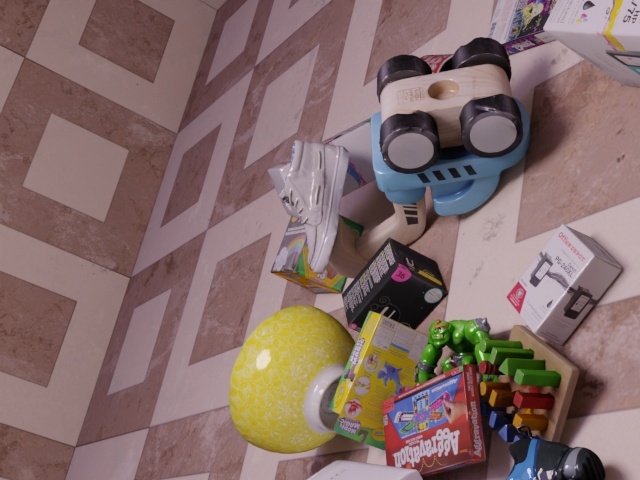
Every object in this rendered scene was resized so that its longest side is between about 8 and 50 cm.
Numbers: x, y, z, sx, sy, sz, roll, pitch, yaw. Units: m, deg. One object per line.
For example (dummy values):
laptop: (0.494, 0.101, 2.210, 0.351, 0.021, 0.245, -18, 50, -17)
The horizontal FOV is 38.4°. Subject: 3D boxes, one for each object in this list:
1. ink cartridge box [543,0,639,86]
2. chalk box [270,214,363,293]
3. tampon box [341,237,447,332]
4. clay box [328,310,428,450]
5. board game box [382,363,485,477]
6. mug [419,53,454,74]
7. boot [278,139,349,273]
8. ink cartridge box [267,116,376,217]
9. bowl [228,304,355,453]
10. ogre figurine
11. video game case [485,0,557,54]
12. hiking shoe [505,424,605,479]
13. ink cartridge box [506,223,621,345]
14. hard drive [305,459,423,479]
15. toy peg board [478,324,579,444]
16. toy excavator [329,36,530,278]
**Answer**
ink cartridge box: (0.512, -0.343, 1.336, 0.198, 0.197, 0.270, -63, 25, 3)
chalk box: (0.000, 0.000, 2.093, 0.132, 0.132, 0.213, -6, 61, 63)
tampon box: (0.137, 0.101, 1.740, 0.161, 0.120, 0.101, -52, 27, 25)
clay box: (0.104, 0.253, 1.653, 0.053, 0.127, 0.222, 14, 79, 64)
board game box: (0.175, 0.304, 1.486, 0.281, 0.027, 0.145, 136, 134, -58)
mug: (0.252, -0.327, 1.936, 0.150, 0.113, 0.169, -60, 22, 4)
boot: (-0.026, -0.069, 1.818, 0.095, 0.123, 0.259, 161, 119, -79)
ink cartridge box: (0.040, -0.164, 1.976, 0.278, 0.117, 0.201, -28, 8, -8)
bowl: (-0.011, 0.280, 1.720, 0.156, 0.289, 0.290, 17, 82, 46)
ogre figurine: (0.227, 0.188, 1.526, 0.197, 0.096, 0.118, 145, 128, -76)
video game case: (0.428, -0.486, 1.818, 0.210, 0.041, 0.232, -6, 62, 62)
hiking shoe: (0.264, 0.403, 1.204, 0.132, 0.113, 0.304, 12, 66, 47)
ink cartridge box: (0.367, 0.065, 1.394, 0.150, 0.063, 0.109, -57, 26, 17)
hard drive: (0.018, 0.446, 1.547, 0.210, 0.040, 0.318, -29, 2, -23)
toy peg board: (0.281, 0.224, 1.339, 0.161, 0.079, 0.161, -135, 54, -64)
toy excavator: (0.189, -0.113, 1.759, 0.432, 0.445, 0.222, -10, 44, 10)
